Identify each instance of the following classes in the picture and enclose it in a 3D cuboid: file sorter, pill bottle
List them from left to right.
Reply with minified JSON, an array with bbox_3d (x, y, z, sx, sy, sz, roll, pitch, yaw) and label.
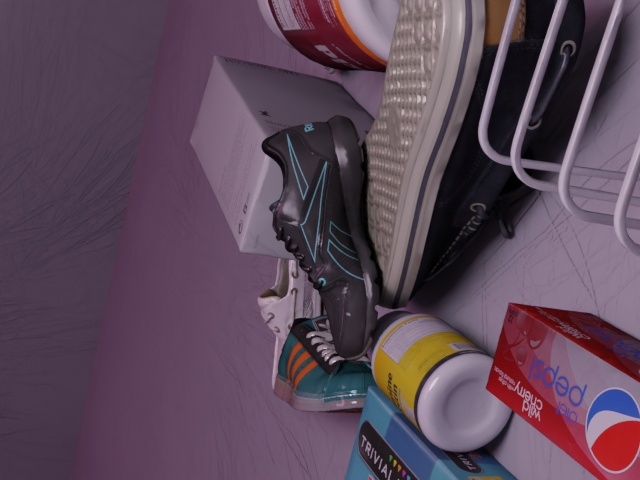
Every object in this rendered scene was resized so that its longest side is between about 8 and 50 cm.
[{"bbox_3d":[0.061,-0.315,1.157,0.392,0.224,0.224,-150,70,-68],"label":"pill bottle"},{"bbox_3d":[0.115,0.137,1.001,0.184,0.103,0.103,-142,64,-66],"label":"pill bottle"},{"bbox_3d":[0.251,-0.085,0.637,0.277,0.193,0.173,-128,48,-62],"label":"file sorter"}]

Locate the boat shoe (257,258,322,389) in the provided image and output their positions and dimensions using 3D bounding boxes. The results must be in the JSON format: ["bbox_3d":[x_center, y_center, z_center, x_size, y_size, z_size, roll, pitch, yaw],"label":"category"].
[{"bbox_3d":[-0.051,0.097,1.441,0.098,0.096,0.277,-167,87,-68],"label":"boat shoe"}]

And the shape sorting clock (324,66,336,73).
[{"bbox_3d":[0.033,-0.356,1.462,0.206,0.040,0.206,-174,90,-78],"label":"shape sorting clock"}]

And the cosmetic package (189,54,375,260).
[{"bbox_3d":[-0.036,-0.117,1.339,0.385,0.217,0.156,-122,46,-56],"label":"cosmetic package"}]

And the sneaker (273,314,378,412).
[{"bbox_3d":[0.008,0.157,1.255,0.302,0.108,0.121,175,99,-69],"label":"sneaker"}]

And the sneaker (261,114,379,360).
[{"bbox_3d":[0.000,0.000,1.049,0.101,0.106,0.267,133,130,-77],"label":"sneaker"}]

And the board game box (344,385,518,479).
[{"bbox_3d":[0.088,0.359,1.011,0.254,0.079,0.336,-143,64,-66],"label":"board game box"}]

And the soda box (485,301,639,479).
[{"bbox_3d":[0.232,0.129,0.725,0.263,0.092,0.083,-143,63,-66],"label":"soda box"}]

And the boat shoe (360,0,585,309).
[{"bbox_3d":[0.134,-0.081,0.990,0.500,0.156,0.186,103,159,-55],"label":"boat shoe"}]
